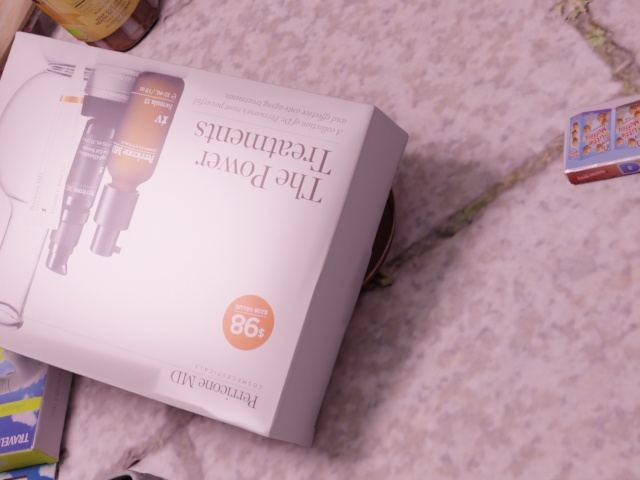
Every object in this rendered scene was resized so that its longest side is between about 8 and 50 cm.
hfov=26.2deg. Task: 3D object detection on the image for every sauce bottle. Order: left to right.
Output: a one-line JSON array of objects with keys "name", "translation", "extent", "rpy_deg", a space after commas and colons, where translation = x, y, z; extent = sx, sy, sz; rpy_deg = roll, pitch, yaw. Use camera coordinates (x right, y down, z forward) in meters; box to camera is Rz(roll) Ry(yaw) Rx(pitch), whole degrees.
[{"name": "sauce bottle", "translation": [-0.316, -0.334, 1.466], "extent": [0.111, 0.344, 0.111], "rpy_deg": [-21, 50, 27]}]

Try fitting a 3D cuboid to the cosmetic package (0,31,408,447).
[{"name": "cosmetic package", "translation": [-0.144, -0.010, 1.205], "extent": [0.377, 0.097, 0.284], "rpy_deg": [14, 84, 26]}]

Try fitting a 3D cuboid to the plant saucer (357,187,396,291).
[{"name": "plant saucer", "translation": [0.000, 0.000, 1.234], "extent": [0.168, 0.029, 0.168], "rpy_deg": [-18, 54, 26]}]

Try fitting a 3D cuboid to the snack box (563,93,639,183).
[{"name": "snack box", "translation": [0.280, -0.091, 1.094], "extent": [0.178, 0.022, 0.064], "rpy_deg": [-11, 57, 31]}]

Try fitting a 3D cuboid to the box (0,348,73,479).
[{"name": "box", "translation": [-0.295, 0.156, 1.339], "extent": [0.109, 0.042, 0.178], "rpy_deg": [-15, 53, 29]}]

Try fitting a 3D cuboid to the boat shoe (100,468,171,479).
[{"name": "boat shoe", "translation": [-0.226, 0.264, 1.188], "extent": [0.227, 0.081, 0.079], "rpy_deg": [-34, 47, 13]}]

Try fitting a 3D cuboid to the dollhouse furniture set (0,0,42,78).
[{"name": "dollhouse furniture set", "translation": [-0.409, -0.283, 1.705], "extent": [0.356, 0.174, 0.303], "rpy_deg": [22, 76, 18]}]
